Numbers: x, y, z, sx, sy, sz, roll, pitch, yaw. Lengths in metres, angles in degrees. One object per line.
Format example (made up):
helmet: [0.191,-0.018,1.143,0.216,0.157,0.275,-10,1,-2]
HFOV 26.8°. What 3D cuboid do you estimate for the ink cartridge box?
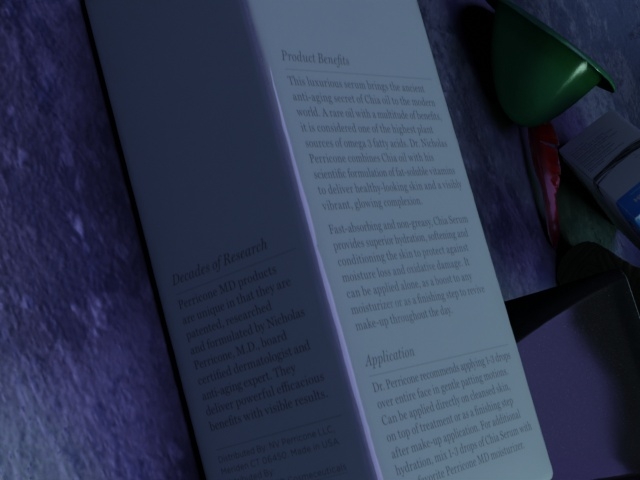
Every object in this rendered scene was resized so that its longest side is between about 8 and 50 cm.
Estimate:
ink cartridge box: [0.373,-0.043,1.507,0.148,0.086,0.203,47,7,-29]

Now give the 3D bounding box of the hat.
hat: [0.209,-0.143,1.483,0.208,0.183,0.173,42,9,39]

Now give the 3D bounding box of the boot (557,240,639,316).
boot: [0.407,0.116,1.482,0.269,0.089,0.236,33,13,-37]

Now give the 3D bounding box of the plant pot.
plant pot: [0.175,0.149,1.185,0.167,0.188,0.187,-14,85,-40]

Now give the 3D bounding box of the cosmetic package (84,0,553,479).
cosmetic package: [0.000,0.000,1.032,0.230,0.161,0.453,-4,77,-52]
